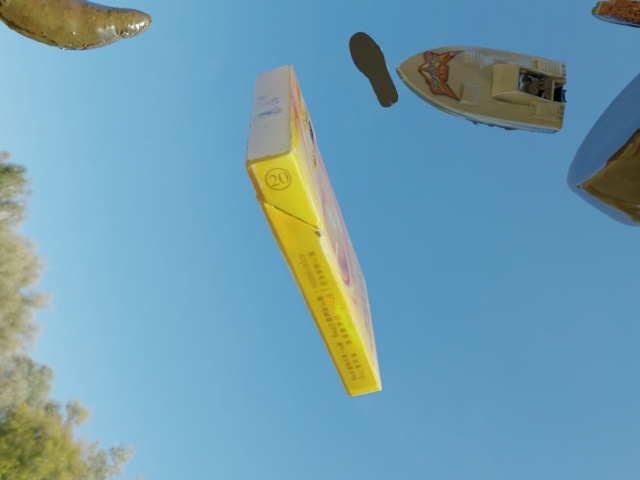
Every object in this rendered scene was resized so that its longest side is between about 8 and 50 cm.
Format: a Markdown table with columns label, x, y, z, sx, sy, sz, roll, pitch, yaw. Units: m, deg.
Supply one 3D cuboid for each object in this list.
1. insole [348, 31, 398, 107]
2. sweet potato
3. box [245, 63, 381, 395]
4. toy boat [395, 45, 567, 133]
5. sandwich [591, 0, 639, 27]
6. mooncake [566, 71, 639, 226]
| label | x | y | z | sx | sy | sz | roll | pitch | yaw |
| --- | --- | --- | --- | --- | --- | --- | --- | --- | --- |
| insole | 0.117 | -0.365 | 1.178 | 0.188 | 0.064 | 0.004 | 54 | 11 | -36 |
| sweet potato | -0.401 | -0.337 | 0.752 | 0.124 | 0.310 | 0.097 | -16 | -116 | 42 |
| box | 0.000 | 0.000 | 0.488 | 0.152 | 0.044 | 0.269 | -96 | 167 | -52 |
| toy boat | 0.271 | -0.261 | 0.922 | 0.088 | 0.296 | 0.129 | 132 | -34 | -79 |
| sandwich | 0.480 | -0.337 | 0.816 | 0.135 | 0.067 | 0.029 | 19 | -76 | 31 |
| mooncake | 0.565 | -0.164 | 0.920 | 0.156 | 0.284 | 0.284 | 34 | -49 | 0 |
